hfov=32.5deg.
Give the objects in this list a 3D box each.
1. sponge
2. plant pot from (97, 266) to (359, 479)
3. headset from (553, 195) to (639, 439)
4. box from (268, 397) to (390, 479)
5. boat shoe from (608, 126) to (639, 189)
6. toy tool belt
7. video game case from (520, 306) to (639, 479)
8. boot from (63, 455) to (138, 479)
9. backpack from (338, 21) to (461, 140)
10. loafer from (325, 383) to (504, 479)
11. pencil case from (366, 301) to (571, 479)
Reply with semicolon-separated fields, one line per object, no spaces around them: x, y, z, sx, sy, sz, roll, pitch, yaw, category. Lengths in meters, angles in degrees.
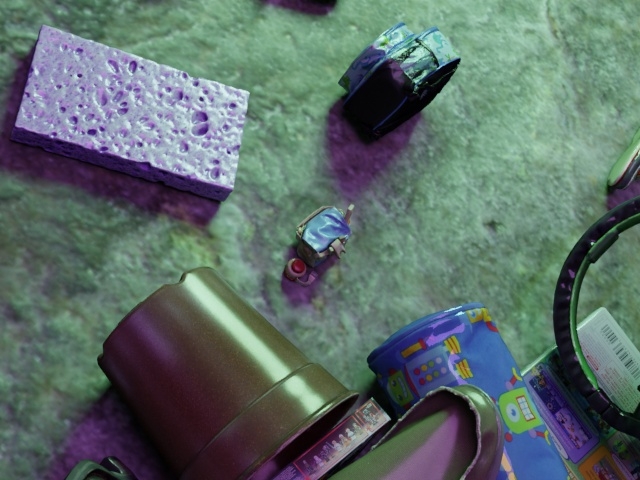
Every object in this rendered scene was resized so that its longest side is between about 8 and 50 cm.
-0.177;-0.119;1.041;0.210;0.031;0.117;17;61;-16;sponge
-0.083;0.120;0.898;0.167;0.167;0.165;-34;75;-32;plant pot
0.391;0.123;1.001;0.394;0.185;0.243;44;98;14;headset
-0.009;0.195;0.925;0.137;0.094;0.027;-34;75;-31;box
0.373;-0.098;1.259;0.043;0.049;0.137;43;53;-2;boat shoe
0.000;0.000;1.048;0.052;0.051;0.083;42;58;1;toy tool belt
0.285;0.199;1.093;0.193;0.023;0.212;-32;82;-32;video game case
-0.103;0.260;0.781;0.229;0.263;0.091;42;93;6;boot
0.083;-0.174;1.136;0.114;0.105;0.084;-34;84;-37;backpack
0.051;0.217;0.879;0.094;0.087;0.251;34;84;41;loafer
0.163;0.204;0.979;0.133;0.119;0.306;-17;73;-40;pencil case
